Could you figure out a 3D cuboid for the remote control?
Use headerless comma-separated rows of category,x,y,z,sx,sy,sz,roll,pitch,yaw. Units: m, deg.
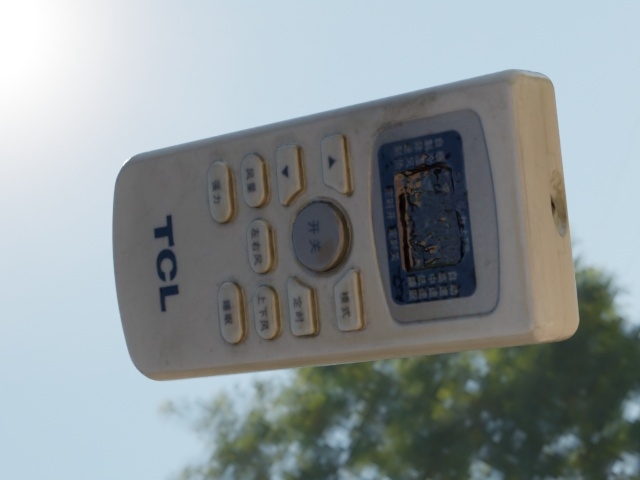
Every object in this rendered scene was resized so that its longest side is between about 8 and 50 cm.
remote control,0.000,0.000,0.589,0.029,0.190,0.088,0,-96,-49
